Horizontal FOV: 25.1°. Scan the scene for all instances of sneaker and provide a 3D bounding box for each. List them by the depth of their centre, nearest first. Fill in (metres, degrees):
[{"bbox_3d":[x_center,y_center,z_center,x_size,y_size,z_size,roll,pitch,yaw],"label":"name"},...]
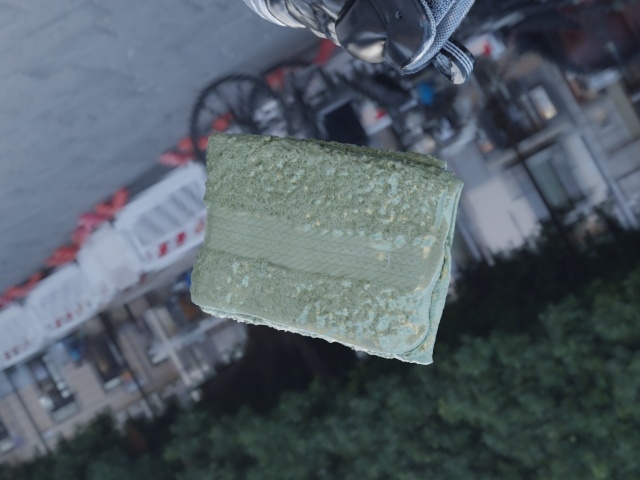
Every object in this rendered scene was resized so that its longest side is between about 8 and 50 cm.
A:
[{"bbox_3d":[0.013,-0.173,0.648,0.101,0.153,0.268,-48,151,-15],"label":"sneaker"}]

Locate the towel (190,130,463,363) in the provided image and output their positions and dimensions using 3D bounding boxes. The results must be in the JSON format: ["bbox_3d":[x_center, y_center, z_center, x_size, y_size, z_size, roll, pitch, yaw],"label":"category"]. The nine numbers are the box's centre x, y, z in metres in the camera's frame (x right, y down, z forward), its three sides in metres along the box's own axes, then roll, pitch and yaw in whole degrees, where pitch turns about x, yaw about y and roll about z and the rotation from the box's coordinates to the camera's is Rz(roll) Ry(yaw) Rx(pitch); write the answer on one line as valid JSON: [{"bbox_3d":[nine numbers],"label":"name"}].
[{"bbox_3d":[0.000,0.000,0.753,0.148,0.110,0.027,12,-169,25],"label":"towel"}]
